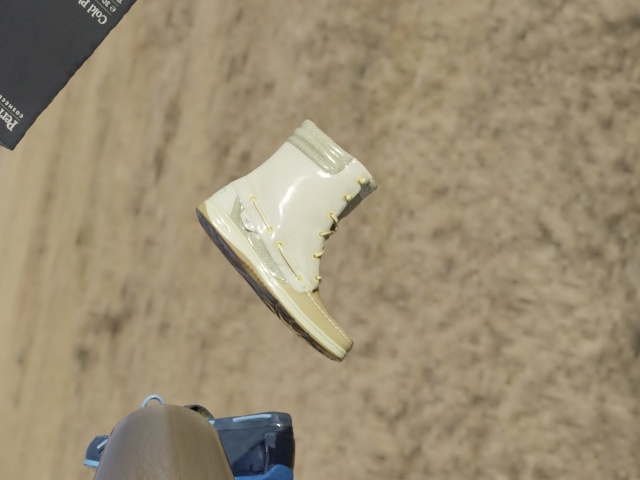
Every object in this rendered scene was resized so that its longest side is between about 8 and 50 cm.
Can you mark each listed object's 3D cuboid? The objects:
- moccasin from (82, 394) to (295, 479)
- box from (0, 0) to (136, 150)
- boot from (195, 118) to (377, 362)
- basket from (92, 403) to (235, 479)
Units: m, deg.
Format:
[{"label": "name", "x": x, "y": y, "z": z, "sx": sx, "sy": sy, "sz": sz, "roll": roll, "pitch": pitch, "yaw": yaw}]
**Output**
[{"label": "moccasin", "x": -0.163, "y": 0.276, "z": 2.399, "sx": 0.342, "sy": 0.137, "sz": 0.117, "roll": -1, "pitch": 68, "yaw": 33}, {"label": "box", "x": -0.388, "y": -0.332, "z": 1.996, "sx": 0.312, "sy": 0.343, "sz": 0.179, "roll": -51, "pitch": 28, "yaw": -10}, {"label": "boot", "x": 0.000, "y": 0.000, "z": 1.818, "sx": 0.165, "sy": 0.213, "sz": 0.077, "roll": -40, "pitch": -3, "yaw": -12}, {"label": "basket", "x": -0.161, "y": 0.277, "z": 1.830, "sx": 0.227, "sy": 0.204, "sz": 0.154, "roll": -101, "pitch": 6, "yaw": -64}]
